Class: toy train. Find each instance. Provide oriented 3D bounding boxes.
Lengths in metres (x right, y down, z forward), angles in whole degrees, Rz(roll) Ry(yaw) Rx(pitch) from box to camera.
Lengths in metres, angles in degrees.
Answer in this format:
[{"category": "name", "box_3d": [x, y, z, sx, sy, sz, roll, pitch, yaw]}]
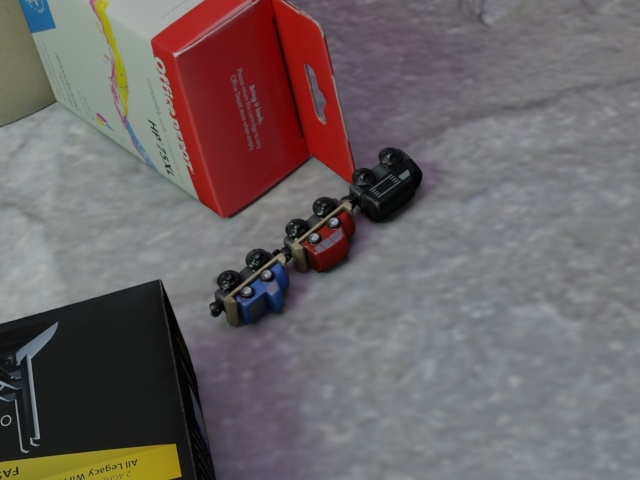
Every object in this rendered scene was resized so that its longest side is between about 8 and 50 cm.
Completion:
[{"category": "toy train", "box_3d": [0.000, 0.000, 1.020, 0.158, 0.027, 0.036, -38, 60, -22]}]

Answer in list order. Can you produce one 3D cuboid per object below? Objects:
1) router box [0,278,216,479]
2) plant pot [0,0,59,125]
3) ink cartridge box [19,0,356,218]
[{"category": "router box", "box_3d": [-0.200, 0.166, 0.870, 0.309, 0.081, 0.243, -15, 45, 0]}, {"category": "plant pot", "box_3d": [-0.273, -0.232, 1.204, 0.284, 0.191, 0.284, -7, 45, 7]}, {"category": "ink cartridge box", "box_3d": [-0.087, -0.108, 1.071, 0.078, 0.134, 0.231, -38, 48, -22]}]
